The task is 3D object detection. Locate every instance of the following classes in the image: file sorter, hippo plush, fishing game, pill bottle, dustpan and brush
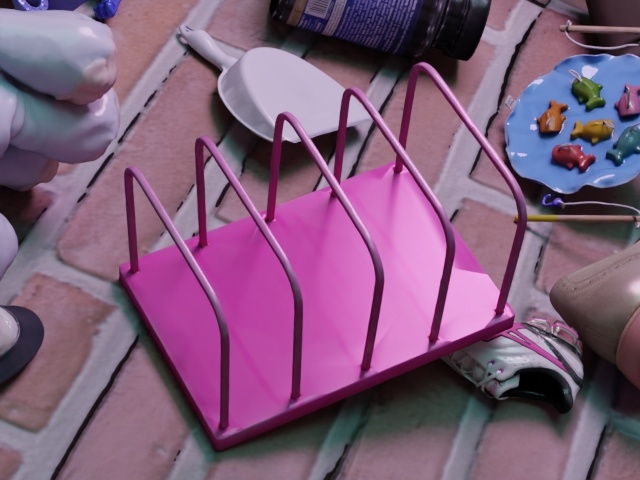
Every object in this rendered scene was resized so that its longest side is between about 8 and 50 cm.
[{"bbox_3d":[0.000,0.000,1.476,0.291,0.182,0.202,-21,56,-19],"label":"file sorter"},{"bbox_3d":[-0.284,-0.075,1.435,0.234,0.294,0.236,-4,53,3],"label":"hippo plush"},{"bbox_3d":[0.276,-0.128,1.797,0.189,0.041,0.264,6,57,25],"label":"fishing game"},{"bbox_3d":[0.066,-0.264,1.869,0.219,0.123,0.123,15,43,-8],"label":"pill bottle"},{"bbox_3d":[-0.066,-0.163,1.770,0.211,0.060,0.147,48,37,18],"label":"dustpan and brush"}]

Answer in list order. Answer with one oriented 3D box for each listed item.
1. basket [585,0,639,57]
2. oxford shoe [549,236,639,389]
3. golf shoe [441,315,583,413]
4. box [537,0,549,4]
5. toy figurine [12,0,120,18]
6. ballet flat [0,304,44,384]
[{"bbox_3d":[0.385,-0.226,1.947,0.204,0.154,0.227,23,44,-23],"label":"basket"},{"bbox_3d":[0.388,0.019,1.707,0.397,0.140,0.146,-16,40,-42],"label":"oxford shoe"},{"bbox_3d":[0.150,0.098,1.573,0.186,0.067,0.086,16,43,-7],"label":"golf shoe"},{"bbox_3d":[0.282,-0.443,2.001,0.121,0.311,0.148,29,43,8],"label":"box"},{"bbox_3d":[-0.274,-0.330,1.728,0.362,0.191,0.217,32,57,-34],"label":"toy figurine"},{"bbox_3d":[-0.291,0.092,1.394,0.074,0.074,0.203,39,44,18],"label":"ballet flat"}]
